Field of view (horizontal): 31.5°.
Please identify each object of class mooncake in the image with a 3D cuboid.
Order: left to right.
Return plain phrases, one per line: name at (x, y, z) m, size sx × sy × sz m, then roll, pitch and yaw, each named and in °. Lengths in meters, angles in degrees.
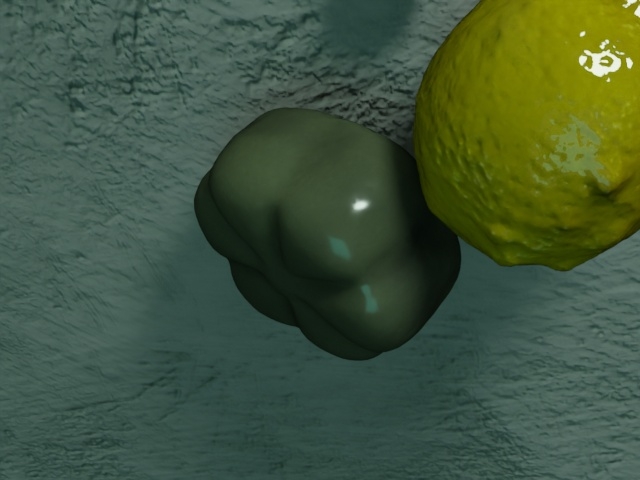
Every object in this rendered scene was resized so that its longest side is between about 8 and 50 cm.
mooncake at (0.000, 0.000, 1.095) m, size 0.275 × 0.135 × 0.275 m, roll 32°, pitch 151°, yaw 20°

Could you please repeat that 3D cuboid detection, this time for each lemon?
lemon at (0.194, -0.102, 0.936) m, size 0.233 × 0.233 × 0.288 m, roll 24°, pitch 133°, yaw -8°
